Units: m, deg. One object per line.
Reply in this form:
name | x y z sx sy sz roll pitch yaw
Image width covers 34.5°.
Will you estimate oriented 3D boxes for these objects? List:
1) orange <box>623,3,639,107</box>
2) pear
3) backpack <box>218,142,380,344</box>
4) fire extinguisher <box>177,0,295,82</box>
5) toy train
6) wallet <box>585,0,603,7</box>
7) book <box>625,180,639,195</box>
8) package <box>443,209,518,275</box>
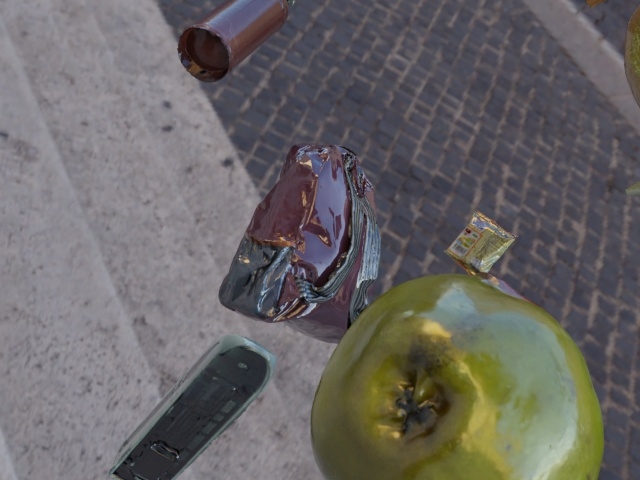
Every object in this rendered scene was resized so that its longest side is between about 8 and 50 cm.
orange | 0.686 -0.305 1.920 0.262 0.196 0.334 7 54 -53
pear | 0.151 0.195 1.057 0.287 0.375 0.287 -8 65 18
backpack | 0.000 0.000 1.684 0.197 0.317 0.283 13 -8 35
fire extinguisher | -0.153 -0.409 1.887 0.147 0.106 0.337 17 37 16
toy train | -0.170 0.230 1.435 0.086 0.407 0.088 33 41 -12
wallet | 0.494 -0.527 1.799 0.042 0.161 0.195 -21 85 -62
book | 0.555 -0.118 1.469 0.168 0.192 0.013 -32 99 -21
package | 0.317 0.011 2.054 0.108 0.120 0.031 38 0 30
